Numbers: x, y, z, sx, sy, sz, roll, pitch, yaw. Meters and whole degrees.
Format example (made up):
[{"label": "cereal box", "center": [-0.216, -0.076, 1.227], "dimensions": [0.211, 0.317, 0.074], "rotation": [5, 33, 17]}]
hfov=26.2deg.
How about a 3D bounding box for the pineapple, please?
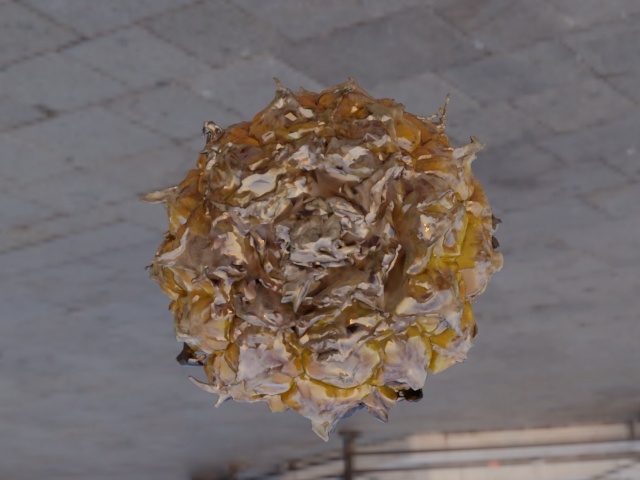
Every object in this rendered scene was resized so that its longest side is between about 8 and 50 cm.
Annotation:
[{"label": "pineapple", "center": [0.000, 0.000, 0.766], "dimensions": [0.225, 0.225, 0.076], "rotation": [-3, 161, 4]}]
